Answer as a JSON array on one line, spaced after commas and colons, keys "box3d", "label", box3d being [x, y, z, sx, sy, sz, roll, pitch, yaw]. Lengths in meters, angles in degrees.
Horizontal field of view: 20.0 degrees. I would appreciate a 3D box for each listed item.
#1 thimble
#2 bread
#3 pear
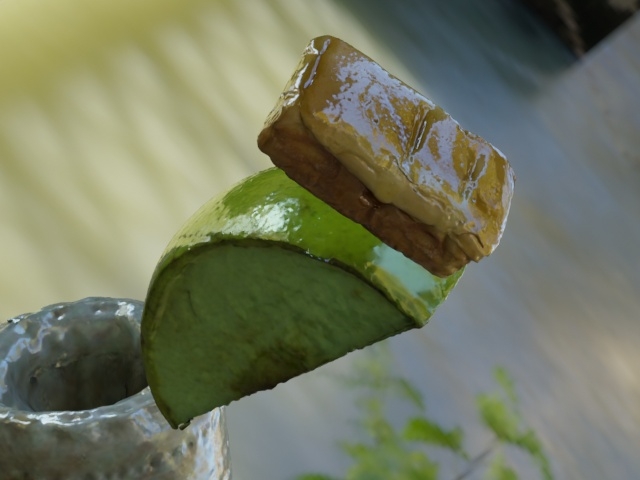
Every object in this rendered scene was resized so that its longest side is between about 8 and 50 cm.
[{"box3d": [-0.238, 0.197, 1.849, 0.291, 0.291, 0.195, -71, 160, -63], "label": "thimble"}, {"box3d": [0.034, -0.041, 0.895, 0.132, 0.053, 0.074, 37, 46, -9], "label": "bread"}, {"box3d": [-0.004, -0.002, 1.368, 0.139, 0.288, 0.239, 57, 43, -7], "label": "pear"}]
